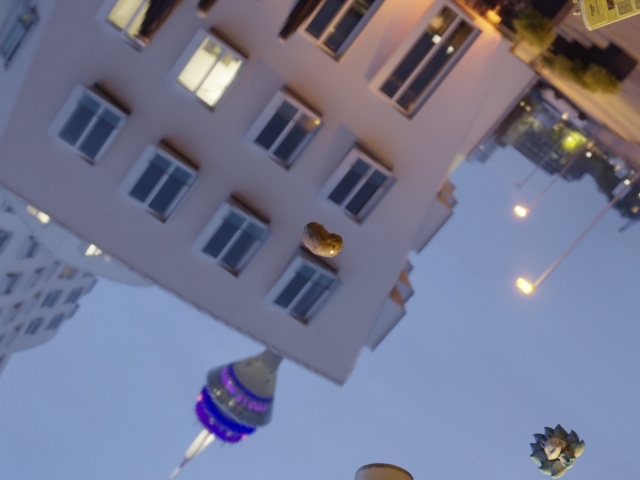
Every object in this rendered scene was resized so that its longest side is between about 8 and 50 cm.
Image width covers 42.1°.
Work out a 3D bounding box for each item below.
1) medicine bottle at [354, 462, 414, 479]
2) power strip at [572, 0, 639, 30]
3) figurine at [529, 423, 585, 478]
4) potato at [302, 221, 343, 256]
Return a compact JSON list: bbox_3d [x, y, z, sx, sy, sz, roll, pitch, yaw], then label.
[{"bbox_3d":[0.112,0.568,1.581,0.143,0.143,0.258,33,-138,-20],"label":"medicine bottle"},{"bbox_3d":[0.532,-0.431,1.476,0.028,0.169,0.076,-83,-28,-63],"label":"power strip"},{"bbox_3d":[0.480,0.429,1.716,0.079,0.114,0.114,43,-172,-50],"label":"figurine"},{"bbox_3d":[0.000,0.000,1.373,0.046,0.045,0.092,-21,-143,-34],"label":"potato"}]
